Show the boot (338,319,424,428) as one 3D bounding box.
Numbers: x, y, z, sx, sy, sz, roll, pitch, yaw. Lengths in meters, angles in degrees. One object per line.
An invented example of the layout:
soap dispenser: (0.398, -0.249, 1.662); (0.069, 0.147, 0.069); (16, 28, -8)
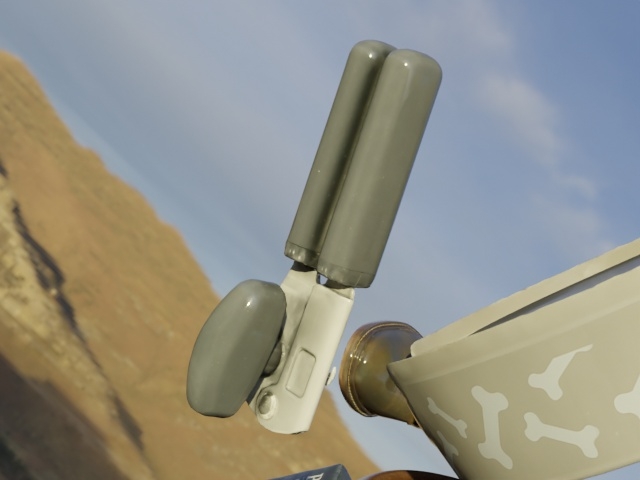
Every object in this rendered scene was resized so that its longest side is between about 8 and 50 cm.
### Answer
boot: (0.099, 0.118, 0.948); (0.106, 0.082, 0.219); (15, -7, 30)

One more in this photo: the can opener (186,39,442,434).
can opener: (0.000, 0.000, 0.815); (0.093, 0.280, 0.074); (19, 5, -43)

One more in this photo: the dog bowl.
dog bowl: (0.213, 0.055, 0.782); (0.102, 0.348, 0.349); (65, -9, 4)

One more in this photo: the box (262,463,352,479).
box: (-0.148, 0.412, 1.163); (0.212, 0.395, 0.293); (68, 22, -15)

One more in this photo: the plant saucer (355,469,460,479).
plant saucer: (0.092, 0.212, 0.873); (0.198, 0.036, 0.198); (15, 13, -3)
